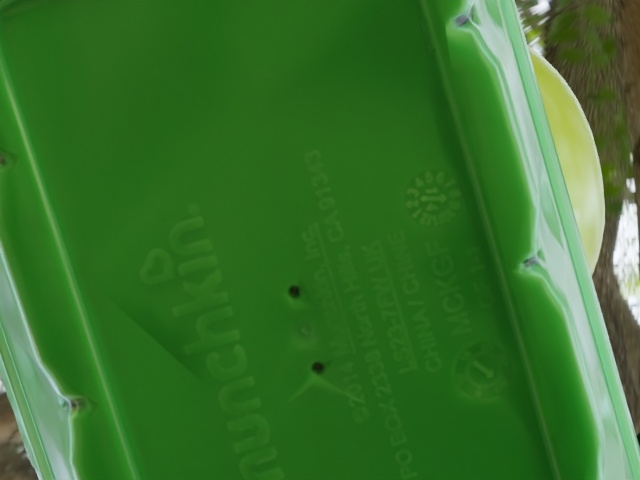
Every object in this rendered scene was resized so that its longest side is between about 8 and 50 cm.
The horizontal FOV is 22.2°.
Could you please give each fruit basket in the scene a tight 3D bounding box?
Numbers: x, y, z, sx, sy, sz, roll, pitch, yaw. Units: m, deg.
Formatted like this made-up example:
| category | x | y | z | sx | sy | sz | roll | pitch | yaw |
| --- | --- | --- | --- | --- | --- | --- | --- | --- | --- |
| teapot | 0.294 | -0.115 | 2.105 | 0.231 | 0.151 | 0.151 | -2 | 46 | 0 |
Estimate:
| category | x | y | z | sx | sy | sz | roll | pitch | yaw |
| --- | --- | --- | --- | --- | --- | --- | --- | --- | --- |
| fruit basket | 0.000 | 0.000 | 0.682 | 0.282 | 0.392 | 0.392 | -17 | -84 | -2 |

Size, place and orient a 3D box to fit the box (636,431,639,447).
| category | x | y | z | sx | sy | sz | roll | pitch | yaw |
| --- | --- | --- | --- | --- | --- | --- | --- | --- | --- |
| box | 0.136 | 0.214 | 0.824 | 0.233 | 0.159 | 0.044 | -47 | -132 | -4 |
